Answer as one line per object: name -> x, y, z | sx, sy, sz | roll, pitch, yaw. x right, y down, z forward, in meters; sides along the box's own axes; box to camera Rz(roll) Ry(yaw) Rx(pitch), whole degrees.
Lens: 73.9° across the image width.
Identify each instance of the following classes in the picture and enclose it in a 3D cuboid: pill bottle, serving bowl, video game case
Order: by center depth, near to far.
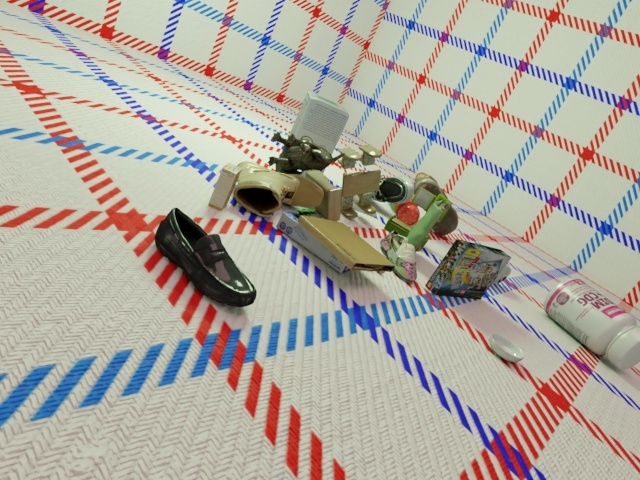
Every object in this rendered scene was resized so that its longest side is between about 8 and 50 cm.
serving bowl -> 0.429, 0.255, 0.991 | 0.083, 0.027, 0.083 | 24, 20, -10
pill bottle -> 0.875, 0.258, 1.348 | 0.161, 0.160, 0.283 | 15, 24, -31
video game case -> 0.127, -0.148, 1.607 | 0.157, 0.019, 0.143 | 21, 21, -19

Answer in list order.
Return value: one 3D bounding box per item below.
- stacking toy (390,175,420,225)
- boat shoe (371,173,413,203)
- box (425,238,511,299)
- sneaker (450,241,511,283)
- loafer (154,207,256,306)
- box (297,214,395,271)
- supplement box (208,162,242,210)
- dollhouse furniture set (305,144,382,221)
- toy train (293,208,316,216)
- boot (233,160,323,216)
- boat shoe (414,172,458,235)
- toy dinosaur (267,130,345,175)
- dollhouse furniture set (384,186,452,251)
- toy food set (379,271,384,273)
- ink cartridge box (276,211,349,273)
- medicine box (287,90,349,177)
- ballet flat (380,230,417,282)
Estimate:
stacking toy -> 0.350, -0.160, 1.766 | 0.141, 0.141, 0.330 | 25, 24, -7
boat shoe -> 0.236, -0.206, 1.681 | 0.105, 0.113, 0.306 | -7, 19, -29
box -> 0.419, 0.086, 1.197 | 0.233, 0.159, 0.044 | 11, 28, -39
sneaker -> 0.556, 0.067, 1.510 | 0.235, 0.094, 0.153 | 6, 36, -24
loafer -> -0.188, 0.026, 0.699 | 0.223, 0.078, 0.076 | 36, 22, 22
box -> 0.061, 0.007, 1.003 | 0.165, 0.021, 0.201 | 7, 27, -48
supplement box -> -0.223, -0.127, 0.997 | 0.036, 0.098, 0.062 | 25, 21, -7
dollhouse furniture set -> 0.096, -0.162, 1.341 | 0.242, 0.212, 0.161 | -14, 36, -22
toy train -> -0.040, -0.072, 1.083 | 0.024, 0.017, 0.083 | 25, 15, 27
boot -> -0.104, -0.122, 1.139 | 0.262, 0.095, 0.203 | 19, 21, -17
boat shoe -> 0.474, -0.153, 1.741 | 0.324, 0.123, 0.116 | 54, 23, -37
toy dinosaur -> -0.046, -0.245, 1.232 | 0.314, 0.120, 0.160 | -10, -14, 36
dollhouse furniture set -> 0.305, -0.074, 1.389 | 0.151, 0.197, 0.301 | 34, 20, 13
toy food set -> 0.116, 0.045, 1.127 | 0.078, 0.019, 0.122 | 16, 31, -28
ink cartridge box -> 0.000, 0.000, 1.046 | 0.207, 0.046, 0.097 | 35, 20, 21
medicine box -> -0.032, -0.382, 1.582 | 0.149, 0.289, 0.263 | 20, 21, -13
ballet flat -> 0.228, 0.031, 1.209 | 0.077, 0.079, 0.221 | 22, 21, -18
